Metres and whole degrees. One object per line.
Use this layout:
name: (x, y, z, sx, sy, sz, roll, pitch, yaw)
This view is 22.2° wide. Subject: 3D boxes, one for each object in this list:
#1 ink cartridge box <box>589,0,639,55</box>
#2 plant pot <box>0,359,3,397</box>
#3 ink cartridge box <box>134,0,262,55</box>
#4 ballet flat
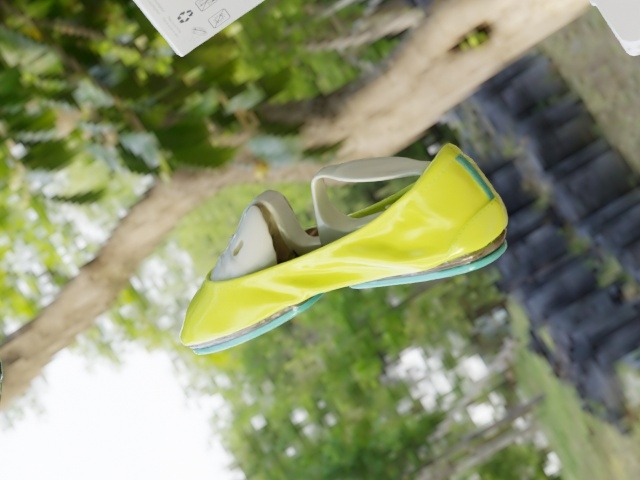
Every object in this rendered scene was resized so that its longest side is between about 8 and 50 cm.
ink cartridge box: (0.179, -0.209, 0.936, 0.180, 0.104, 0.060, 56, -138, -10)
plant pot: (-0.269, 0.081, 0.647, 0.248, 0.252, 0.247, -97, -10, -49)
ink cartridge box: (-0.014, -0.288, 1.264, 0.065, 0.332, 0.165, 59, -177, 27)
ballet flat: (0.000, 0.000, 0.937, 0.077, 0.231, 0.077, 62, -146, -14)
